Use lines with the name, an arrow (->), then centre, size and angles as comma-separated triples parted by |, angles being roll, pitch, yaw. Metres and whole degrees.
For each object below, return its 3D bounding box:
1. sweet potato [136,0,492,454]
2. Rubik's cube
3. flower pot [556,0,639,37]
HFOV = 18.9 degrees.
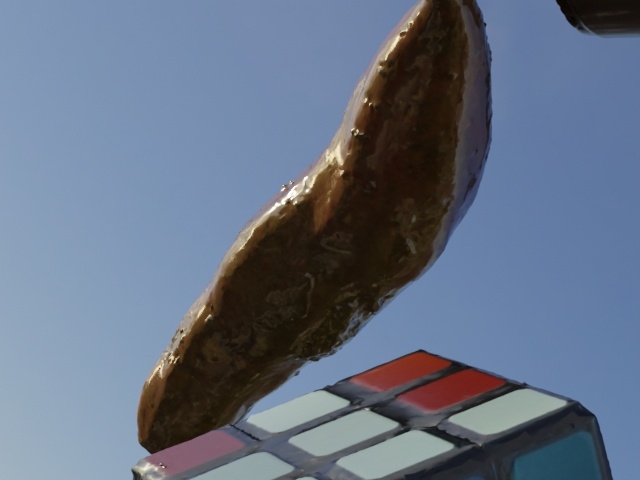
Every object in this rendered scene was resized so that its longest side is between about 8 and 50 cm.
sweet potato -> 0.013, -0.001, 1.063 | 0.106, 0.354, 0.095 | 8, 39, -39
Rubik's cube -> 0.032, 0.155, 0.820 | 0.163, 0.162, 0.160 | 15, -58, 66
flower pot -> 0.172, -0.146, 0.994 | 0.089, 0.111, 0.111 | -9, -45, 38
